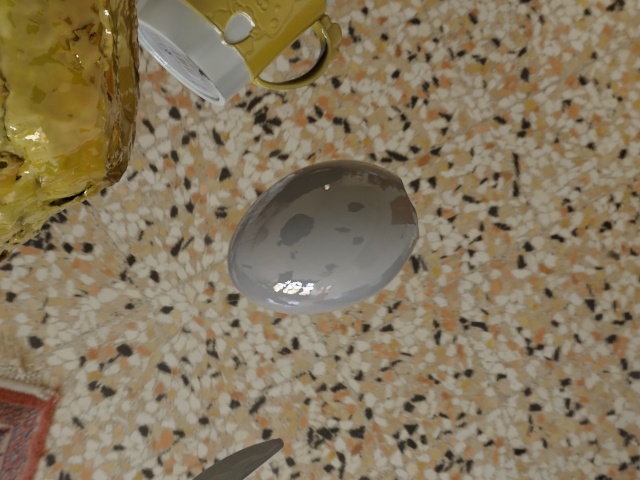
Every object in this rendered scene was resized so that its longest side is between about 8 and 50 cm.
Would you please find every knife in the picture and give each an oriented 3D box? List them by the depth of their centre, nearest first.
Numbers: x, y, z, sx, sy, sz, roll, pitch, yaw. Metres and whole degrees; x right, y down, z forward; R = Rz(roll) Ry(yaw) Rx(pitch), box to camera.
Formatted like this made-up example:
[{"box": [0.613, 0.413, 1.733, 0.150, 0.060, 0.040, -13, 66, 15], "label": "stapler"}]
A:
[{"box": [-0.148, 0.312, 0.910, 0.244, 0.058, 0.032, -39, 130, -24], "label": "knife"}]

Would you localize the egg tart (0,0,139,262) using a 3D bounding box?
[{"box": [-0.190, -0.138, 0.502, 0.129, 0.341, 0.340, 1, 85, -7], "label": "egg tart"}]

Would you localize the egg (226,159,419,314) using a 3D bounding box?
[{"box": [0.000, 0.000, 0.905, 0.232, 0.176, 0.176, -27, 90, -6], "label": "egg"}]

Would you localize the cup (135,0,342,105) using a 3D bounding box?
[{"box": [-0.079, -0.269, 0.892, 0.226, 0.185, 0.241, -50, 122, -8], "label": "cup"}]
